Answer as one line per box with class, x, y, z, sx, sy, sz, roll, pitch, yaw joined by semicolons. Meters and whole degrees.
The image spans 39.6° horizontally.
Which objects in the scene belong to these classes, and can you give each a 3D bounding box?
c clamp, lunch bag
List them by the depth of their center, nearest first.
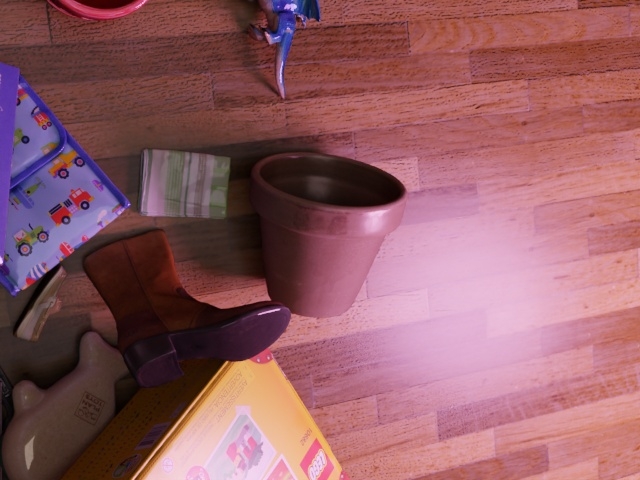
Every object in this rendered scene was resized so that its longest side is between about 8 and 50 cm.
lunch bag;-0.472;-0.097;1.354;0.221;0.138;0.293;-41;101;-12
c clamp;-0.560;0.255;1.415;0.137;0.022;0.160;-36;107;-19

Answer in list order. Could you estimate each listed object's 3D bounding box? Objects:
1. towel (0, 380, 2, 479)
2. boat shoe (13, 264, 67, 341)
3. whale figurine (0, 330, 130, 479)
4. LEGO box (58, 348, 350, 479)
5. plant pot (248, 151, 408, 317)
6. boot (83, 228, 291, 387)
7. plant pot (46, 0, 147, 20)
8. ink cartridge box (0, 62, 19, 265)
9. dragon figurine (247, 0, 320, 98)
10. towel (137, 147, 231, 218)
towel;-0.657;0.335;1.345;0.329;0.037;0.237;0;90;-25
boat shoe;-0.441;0.102;1.426;0.045;0.050;0.135;32;95;-25
whale figurine;-0.406;0.286;1.435;0.216;0.141;0.272;35;60;-26
LEGO box;-0.187;0.433;1.349;0.372;0.193;0.500;61;37;-17
plant pot;0.000;0.000;1.492;0.263;0.263;0.229;0;114;-21
boot;-0.214;0.085;1.411;0.264;0.280;0.096;-23;136;-13
plant pot;-0.339;-0.420;1.326;0.191;0.174;0.191;-3;97;-21
ink cartridge box;-0.533;-0.133;1.171;0.307;0.072;0.303;10;78;-46
dragon figurine;-0.052;-0.393;1.489;0.144;0.085;0.289;-23;103;-17
towel;-0.227;-0.093;1.494;0.152;0.023;0.113;3;97;-22
